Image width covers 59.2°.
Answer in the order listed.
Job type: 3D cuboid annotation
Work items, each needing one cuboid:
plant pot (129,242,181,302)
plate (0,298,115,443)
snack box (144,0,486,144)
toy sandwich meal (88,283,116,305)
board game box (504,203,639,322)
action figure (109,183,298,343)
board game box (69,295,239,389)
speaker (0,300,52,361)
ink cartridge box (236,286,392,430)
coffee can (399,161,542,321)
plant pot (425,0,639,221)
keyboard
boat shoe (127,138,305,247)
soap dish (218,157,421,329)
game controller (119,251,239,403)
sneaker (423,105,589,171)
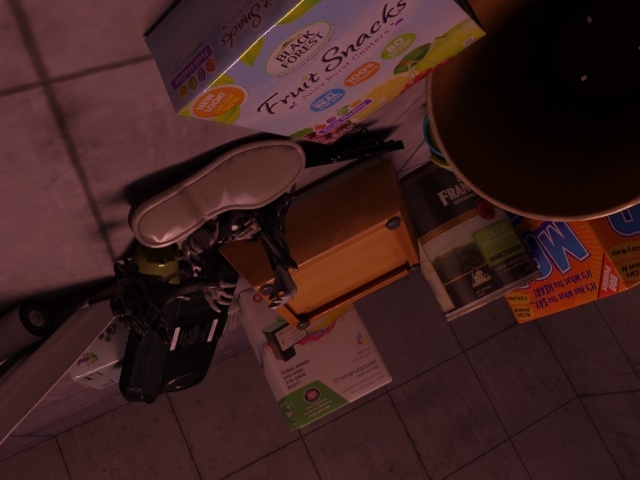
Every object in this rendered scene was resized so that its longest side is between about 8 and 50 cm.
[{"bbox_3d":[-0.220,0.032,0.750,0.083,0.083,0.079,-18,153,-35],"label":"plant pot"},{"bbox_3d":[-0.427,0.199,0.784,0.278,0.045,0.277,-28,-159,35],"label":"plate"},{"bbox_3d":[0.008,-0.153,0.423,0.175,0.070,0.207,-32,165,29],"label":"snack box"},{"bbox_3d":[-0.315,0.082,0.863,0.086,0.029,0.085,-18,158,-8],"label":"toy sandwich meal"},{"bbox_3d":[0.554,-0.084,1.178,0.357,0.356,0.356,-23,168,-17],"label":"board game box"},{"bbox_3d":[-0.114,0.026,0.693,0.164,0.140,0.276,-12,-163,48],"label":"action figure"},{"bbox_3d":[-0.315,0.173,1.087,0.304,0.097,0.224,-22,167,-17],"label":"board game box"},{"bbox_3d":[-0.437,0.135,0.768,0.136,0.055,0.055,-29,168,13],"label":"speaker"},{"bbox_3d":[-0.021,0.197,1.107,0.202,0.278,0.117,-22,165,-20],"label":"ink cartridge box"},{"bbox_3d":[0.273,-0.008,1.108,0.202,0.275,0.201,-25,169,-5],"label":"coffee can"},{"bbox_3d":[0.270,-0.177,0.576,0.237,0.237,0.254,-38,180,44],"label":"plant pot"},{"bbox_3d":[0.032,-0.122,0.735,0.192,0.038,0.100,-18,-171,-39],"label":"keyboard"},{"bbox_3d":[-0.116,-0.063,0.626,0.206,0.075,0.065,-28,-148,-15],"label":"boat shoe"},{"bbox_3d":[0.018,0.019,0.910,0.291,0.118,0.229,-28,146,3],"label":"soap dish"},{"bbox_3d":[-0.237,0.151,0.946,0.167,0.067,0.319,-15,139,-44],"label":"game controller"},{"bbox_3d":[0.228,-0.155,0.822,0.208,0.127,0.319,4,-176,-10],"label":"sneaker"}]
